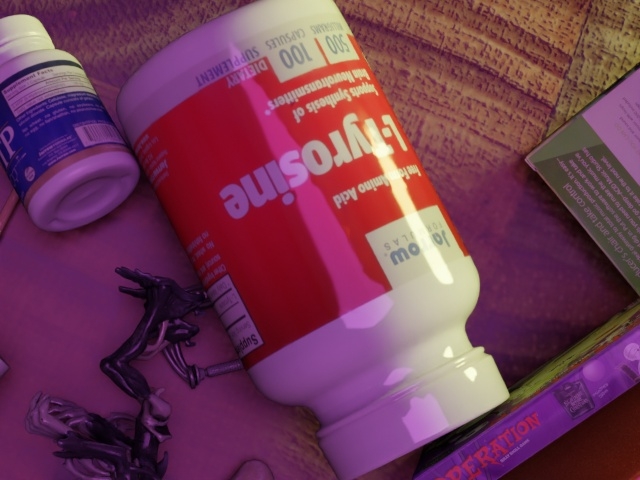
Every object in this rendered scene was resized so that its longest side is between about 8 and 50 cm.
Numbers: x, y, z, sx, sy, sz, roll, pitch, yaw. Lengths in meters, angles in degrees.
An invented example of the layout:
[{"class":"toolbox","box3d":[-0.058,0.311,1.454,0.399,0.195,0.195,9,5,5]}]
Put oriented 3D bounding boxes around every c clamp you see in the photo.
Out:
[{"class":"c clamp","box3d":[-0.076,0.099,1.528,0.160,0.022,0.137,-8,84,-8]}]

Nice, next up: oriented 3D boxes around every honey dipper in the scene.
[{"class":"honey dipper","box3d":[-0.308,-0.012,1.509,0.030,0.030,0.161,26,79,-3]}]

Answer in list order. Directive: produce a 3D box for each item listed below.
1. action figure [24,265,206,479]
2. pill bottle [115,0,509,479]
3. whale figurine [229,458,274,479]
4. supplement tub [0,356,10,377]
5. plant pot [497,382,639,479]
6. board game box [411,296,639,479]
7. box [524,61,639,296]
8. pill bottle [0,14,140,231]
[{"class":"action figure","box3d":[-0.196,0.169,1.438,0.140,0.164,0.276,17,77,-7]},{"class":"pill bottle","box3d":[0.000,0.000,1.436,0.229,0.229,0.408,-27,84,-9]},{"class":"whale figurine","box3d":[-0.022,0.339,1.469,0.216,0.141,0.272,-35,64,-10]},{"class":"supplement tub","box3d":[-0.393,0.141,1.422,0.144,0.144,0.199,45,80,0]},{"class":"plant pot","box3d":[0.331,0.262,1.451,0.267,0.236,0.267,-37,89,-10]},{"class":"board game box","box3d":[0.239,0.121,1.429,0.346,0.208,0.056,-35,91,6]},{"class":"box","box3d":[0.392,-0.093,1.517,0.322,0.058,0.232,-39,89,19]},{"class":"pill bottle","box3d":[-0.257,-0.112,1.476,0.112,0.112,0.187,-28,70,-9]}]
